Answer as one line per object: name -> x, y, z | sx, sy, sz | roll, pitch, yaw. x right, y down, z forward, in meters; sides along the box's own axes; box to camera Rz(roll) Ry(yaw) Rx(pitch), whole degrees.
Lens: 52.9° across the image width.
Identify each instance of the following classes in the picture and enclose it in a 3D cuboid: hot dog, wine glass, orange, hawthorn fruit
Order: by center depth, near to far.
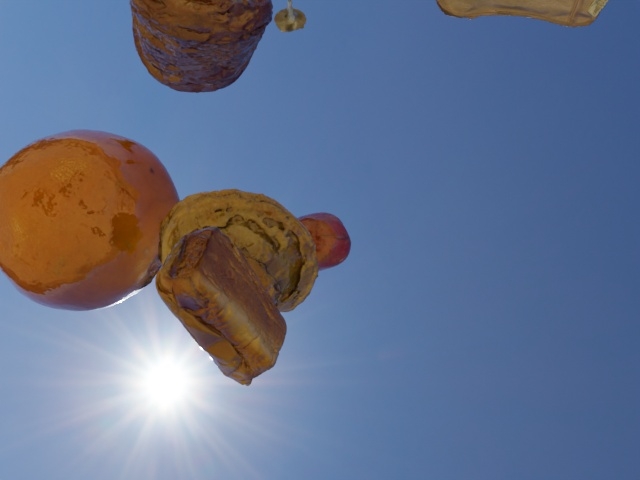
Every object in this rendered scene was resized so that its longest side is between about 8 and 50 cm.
hot dog -> -0.088, -0.151, 0.460 | 0.099, 0.147, 0.065 | 8, -95, -12
orange -> -0.388, -0.034, 1.067 | 0.311, 0.312, 0.312 | -9, -107, 29
wine glass -> -0.052, -0.458, 1.127 | 0.066, 0.198, 0.066 | 1, -116, -3
hawthorn fruit -> 0.000, 0.000, 1.293 | 0.128, 0.128, 0.128 | -9, -107, 29

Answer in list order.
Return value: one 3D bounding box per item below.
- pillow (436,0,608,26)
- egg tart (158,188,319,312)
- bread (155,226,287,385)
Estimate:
pillow -> 0.263, -0.350, 0.838 | 0.232, 0.038, 0.131 | 3, -76, 0
egg tart -> -0.119, 0.038, 0.907 | 0.241, 0.241, 0.106 | -25, -148, 24
bread -> -0.078, 0.054, 0.524 | 0.053, 0.132, 0.074 | -14, -141, 25
